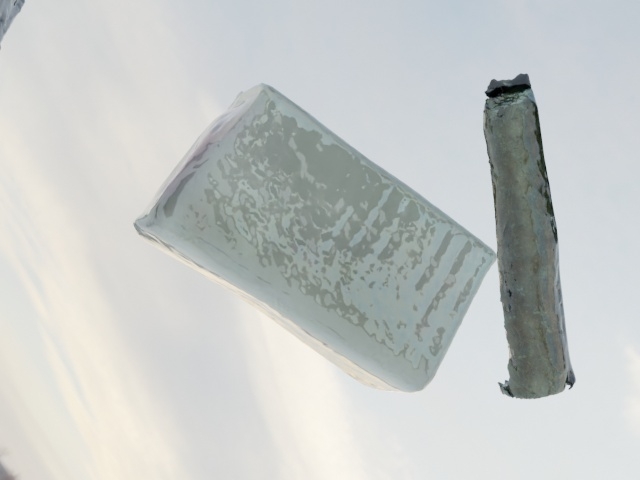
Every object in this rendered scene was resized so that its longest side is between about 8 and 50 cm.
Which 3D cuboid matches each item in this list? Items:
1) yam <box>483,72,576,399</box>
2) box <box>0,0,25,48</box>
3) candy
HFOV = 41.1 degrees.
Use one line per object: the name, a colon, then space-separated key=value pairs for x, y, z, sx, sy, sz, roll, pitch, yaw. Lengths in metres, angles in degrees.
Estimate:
yam: x=0.080 y=-0.001 z=0.345 sx=0.027 sy=0.033 sz=0.130 roll=-68 pitch=148 yaw=-83
box: x=-0.405 y=-0.189 z=0.645 sx=0.359 sy=0.350 sz=0.091 roll=-94 pitch=-176 yaw=-51
candy: x=-0.001 y=0.002 z=0.945 sx=0.358 sy=0.208 sz=0.145 roll=36 pitch=-10 yaw=-15
